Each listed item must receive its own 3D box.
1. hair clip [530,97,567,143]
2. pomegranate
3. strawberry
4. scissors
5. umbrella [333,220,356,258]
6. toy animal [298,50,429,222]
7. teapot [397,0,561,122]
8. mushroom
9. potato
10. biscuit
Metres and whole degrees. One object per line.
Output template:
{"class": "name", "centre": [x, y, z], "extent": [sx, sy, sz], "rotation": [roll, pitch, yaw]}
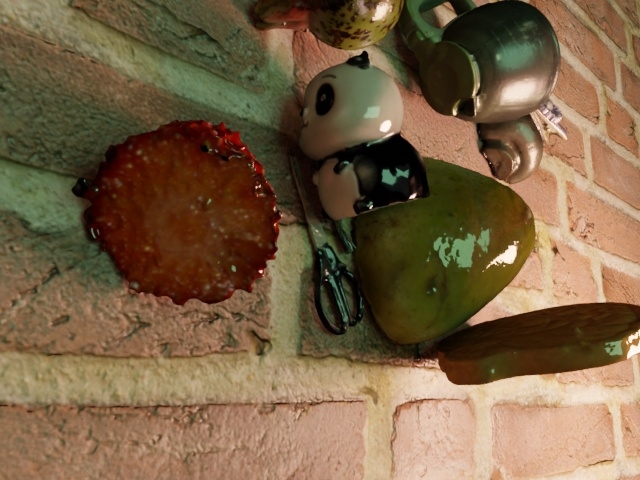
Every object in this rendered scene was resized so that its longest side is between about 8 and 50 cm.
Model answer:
{"class": "hair clip", "centre": [0.534, -0.353, 1.628], "extent": [0.292, 0.084, 0.106], "rotation": [37, 38, -30]}
{"class": "pomegranate", "centre": [0.004, -0.396, 1.003], "extent": [0.247, 0.214, 0.214], "rotation": [-26, 103, -9]}
{"class": "strawberry", "centre": [-0.153, -0.049, 0.777], "extent": [0.234, 0.233, 0.178], "rotation": [59, 18, -19]}
{"class": "scissors", "centre": [0.000, 0.000, 1.009], "extent": [0.109, 0.022, 0.300], "rotation": [-24, 99, -51]}
{"class": "umbrella", "centre": [0.036, -0.008, 1.047], "extent": [0.083, 0.020, 0.031], "rotation": [58, 10, -5]}
{"class": "toy animal", "centre": [0.055, -0.151, 0.974], "extent": [0.165, 0.187, 0.235], "rotation": [-22, 94, -25]}
{"class": "teapot", "centre": [0.306, -0.382, 1.272], "extent": [0.239, 0.239, 0.322], "rotation": [-23, 104, -34]}
{"class": "mushroom", "centre": [0.449, -0.227, 1.484], "extent": [0.188, 0.117, 0.141], "rotation": [50, 38, -21]}
{"class": "potato", "centre": [0.220, 0.031, 1.098], "extent": [0.330, 0.212, 0.280], "rotation": [55, 47, -21]}
{"class": "biscuit", "centre": [0.384, 0.164, 1.124], "extent": [0.385, 0.364, 0.062], "rotation": [-7, 84, -75]}
